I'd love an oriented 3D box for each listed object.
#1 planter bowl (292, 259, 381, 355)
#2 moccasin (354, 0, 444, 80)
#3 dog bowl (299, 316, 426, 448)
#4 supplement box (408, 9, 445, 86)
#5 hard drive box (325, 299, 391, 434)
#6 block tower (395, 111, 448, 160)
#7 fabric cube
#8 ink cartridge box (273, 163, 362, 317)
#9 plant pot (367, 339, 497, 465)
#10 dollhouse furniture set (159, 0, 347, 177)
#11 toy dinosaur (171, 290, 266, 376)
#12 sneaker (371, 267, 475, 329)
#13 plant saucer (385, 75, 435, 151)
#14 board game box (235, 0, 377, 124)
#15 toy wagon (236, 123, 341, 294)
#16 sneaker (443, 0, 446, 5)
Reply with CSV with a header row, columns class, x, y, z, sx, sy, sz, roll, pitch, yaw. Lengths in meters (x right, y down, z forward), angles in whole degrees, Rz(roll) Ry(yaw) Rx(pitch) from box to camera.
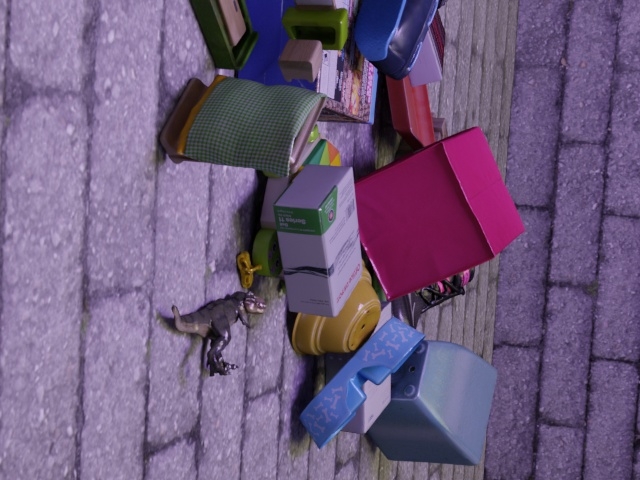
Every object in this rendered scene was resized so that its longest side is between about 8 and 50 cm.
class,x,y,z,sx,sy,sz,roll,pitch,yaw
planter bowl,0.050,0.142,2.017,0.217,0.090,0.217,-40,148,-32
moccasin,0.144,-0.419,1.800,0.117,0.138,0.342,46,61,-45
dog bowl,0.075,0.266,2.057,0.297,0.074,0.166,-47,170,-3
supplement box,0.222,-0.451,2.360,0.239,0.073,0.130,-76,150,-54
hard drive box,0.081,0.258,2.245,0.181,0.089,0.232,-34,126,-64
block tower,0.221,-0.157,2.516,0.097,0.091,0.335,71,31,-47
fabric cube,0.232,-0.061,2.215,0.259,0.254,0.258,66,27,-2
ink cartridge box,0.000,0.000,1.771,0.153,0.087,0.208,-54,143,-53
plant pot,0.225,0.345,2.461,0.252,0.248,0.247,47,50,-43
dollhouse furniture set,-0.096,-0.250,1.483,0.151,0.198,0.301,75,28,-47
toy dinosaur,-0.156,0.142,1.620,0.268,0.064,0.118,-8,88,-69
sneaker,0.244,0.070,2.473,0.482,0.202,0.185,-62,149,-46
plant saucer,0.194,-0.318,2.389,0.259,0.048,0.258,33,48,-68
board game box,-0.011,-0.323,1.772,0.291,0.141,0.232,3,92,-70
toy wagon,-0.044,-0.033,1.863,0.344,0.068,0.267,-58,147,-50
sneaker,0.184,-0.515,2.245,0.295,0.147,0.104,-59,149,-48
